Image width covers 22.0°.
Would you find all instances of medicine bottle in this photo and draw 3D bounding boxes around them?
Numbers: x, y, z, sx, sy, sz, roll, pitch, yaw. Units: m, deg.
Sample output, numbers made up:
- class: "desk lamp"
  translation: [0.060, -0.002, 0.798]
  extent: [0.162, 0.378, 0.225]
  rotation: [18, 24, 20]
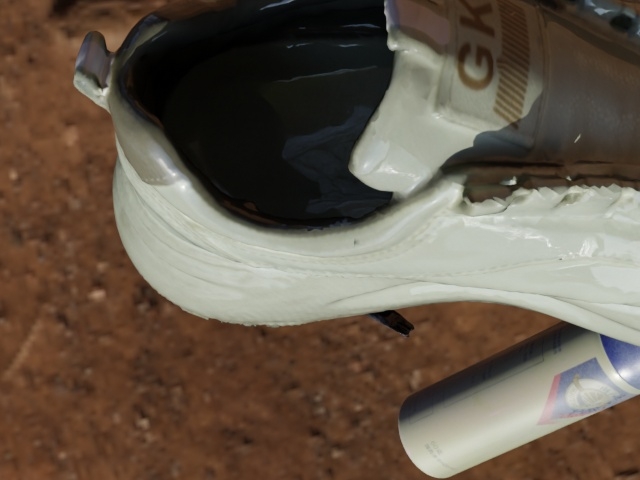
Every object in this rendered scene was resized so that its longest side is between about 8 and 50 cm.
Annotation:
- class: "medicine bottle"
  translation: [0.145, 0.079, 0.978]
  extent: [0.231, 0.059, 0.059]
  rotation: [-31, 75, 40]

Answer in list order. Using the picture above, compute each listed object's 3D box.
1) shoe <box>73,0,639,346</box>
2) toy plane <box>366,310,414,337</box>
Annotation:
- class: "shoe"
  translation: [0.064, -0.038, 0.516]
  extent: [0.316, 0.159, 0.124]
  rotation: [-3, 69, 16]
- class: "toy plane"
  translation: [0.000, -0.001, 1.305]
  extent: [0.197, 0.053, 0.078]
  rotation: [27, 101, 13]
